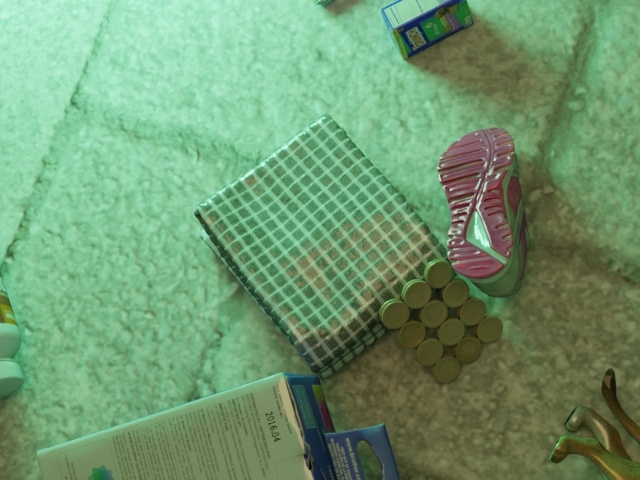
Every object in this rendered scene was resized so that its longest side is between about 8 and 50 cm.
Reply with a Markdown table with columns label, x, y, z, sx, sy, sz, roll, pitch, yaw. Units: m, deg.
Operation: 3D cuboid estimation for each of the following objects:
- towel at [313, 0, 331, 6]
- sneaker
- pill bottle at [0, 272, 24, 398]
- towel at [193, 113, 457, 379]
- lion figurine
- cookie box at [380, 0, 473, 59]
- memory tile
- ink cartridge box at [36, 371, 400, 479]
| label | x | y | z | sx | sy | sz | roll | pitch | yaw |
| --- | --- | --- | --- | --- | --- | --- | --- | --- | --- |
| towel | 0.010 | -0.406 | 2.085 | 0.113 | 0.023 | 0.152 | -29 | 69 | 0 |
| sneaker | 0.208 | -0.031 | 1.904 | 0.103 | 0.111 | 0.252 | -8 | 52 | 19 |
| pill bottle | -0.464 | 0.102 | 1.987 | 0.121 | 0.121 | 0.216 | -24 | 73 | 4 |
| towel | 0.000 | 0.000 | 1.923 | 0.235 | 0.121 | 0.283 | -40 | 71 | -2 |
| lion figurine | 0.337 | 0.365 | 1.751 | 0.240 | 0.142 | 0.392 | 29 | 78 | 10 |
| cookie box | 0.141 | -0.294 | 1.990 | 0.107 | 0.092 | 0.040 | -27 | 69 | 4 |
| memory tile | 0.150 | 0.101 | 1.871 | 0.113 | 0.148 | 0.012 | -44 | 28 | -2 |
| ink cartridge box | -0.104 | 0.321 | 1.789 | 0.396 | 0.151 | 0.270 | -19 | 79 | 15 |
